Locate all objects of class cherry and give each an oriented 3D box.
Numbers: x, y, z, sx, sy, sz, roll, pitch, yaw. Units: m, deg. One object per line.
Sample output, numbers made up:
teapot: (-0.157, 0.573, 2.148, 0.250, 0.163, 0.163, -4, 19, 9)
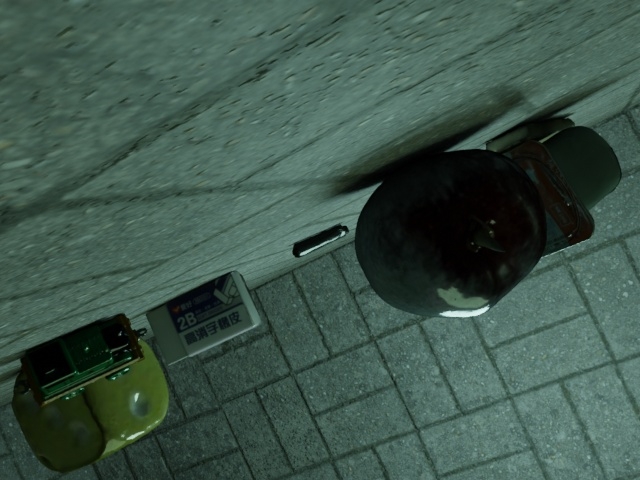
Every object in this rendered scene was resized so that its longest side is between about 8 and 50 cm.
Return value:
cherry: (0.170, -0.008, 0.960, 0.255, 0.218, 0.296, -31, -176, -13)

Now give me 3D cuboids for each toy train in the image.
toy train: (-0.395, 0.194, 1.173, 0.228, 0.091, 0.136, -24, 167, -16)

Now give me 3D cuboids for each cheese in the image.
cheese: (0.402, -0.195, 1.326, 0.085, 0.034, 0.400, -26, 177, 30)

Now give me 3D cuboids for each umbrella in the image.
umbrella: (0.000, -0.001, 1.496, 0.133, 0.031, 0.036, -25, 179, -21)

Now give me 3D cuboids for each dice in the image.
dice: (-0.487, 0.338, 1.523, 0.238, 0.233, 0.227, -26, 178, 29)

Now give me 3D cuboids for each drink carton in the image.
drink carton: (0.397, -0.100, 1.224, 0.190, 0.185, 0.191, -37, -179, -34)

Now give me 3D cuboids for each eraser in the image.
eraser: (-0.242, 0.162, 1.473, 0.210, 0.124, 0.068, -25, 178, 10)
